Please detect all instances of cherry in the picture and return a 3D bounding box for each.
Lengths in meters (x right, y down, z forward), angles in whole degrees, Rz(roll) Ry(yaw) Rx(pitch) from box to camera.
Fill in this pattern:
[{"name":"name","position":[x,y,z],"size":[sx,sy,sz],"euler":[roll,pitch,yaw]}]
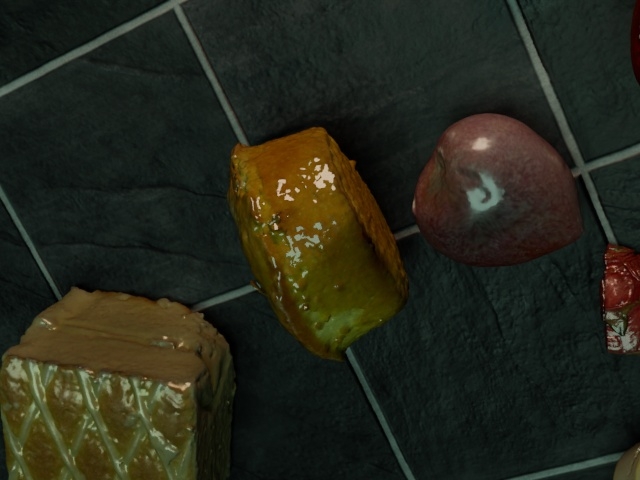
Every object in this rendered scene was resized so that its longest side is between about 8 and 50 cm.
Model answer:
[{"name":"cherry","position":[0.267,-0.072,1.534],"size":[0.239,0.206,0.239],"euler":[-9,121,-15]}]

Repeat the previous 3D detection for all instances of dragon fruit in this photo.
[{"name":"dragon fruit","position":[0.493,0.091,1.565],"size":[0.127,0.120,0.161],"euler":[-6,105,14]}]

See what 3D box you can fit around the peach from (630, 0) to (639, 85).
[{"name":"peach","position":[0.594,-0.284,1.271],"size":[0.406,0.310,0.335],"euler":[-37,59,16]}]

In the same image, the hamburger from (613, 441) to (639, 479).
[{"name":"hamburger","position":[0.601,0.435,1.615],"size":[0.295,0.227,0.151],"euler":[48,140,-8]}]

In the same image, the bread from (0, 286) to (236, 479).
[{"name":"bread","position":[-0.360,0.324,1.844],"size":[0.371,0.279,0.390],"euler":[8,114,13]}]

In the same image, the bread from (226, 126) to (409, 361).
[{"name":"bread","position":[0.001,0.001,1.566],"size":[0.204,0.337,0.358],"euler":[-21,132,12]}]
